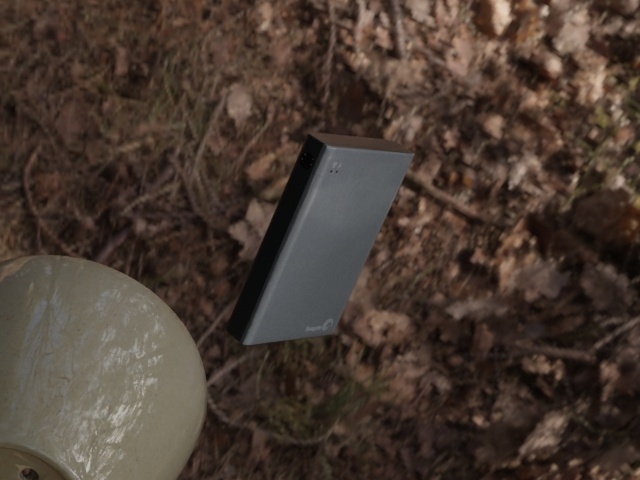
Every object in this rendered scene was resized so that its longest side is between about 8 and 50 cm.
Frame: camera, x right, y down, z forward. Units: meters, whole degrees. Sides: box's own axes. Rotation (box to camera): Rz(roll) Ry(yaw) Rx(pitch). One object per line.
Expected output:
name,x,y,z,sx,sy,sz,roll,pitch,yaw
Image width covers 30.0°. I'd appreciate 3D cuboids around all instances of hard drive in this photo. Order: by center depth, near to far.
hard drive,0.000,0.000,0.741,0.022,0.135,0.094,35,21,31

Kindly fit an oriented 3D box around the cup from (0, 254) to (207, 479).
cup,-0.294,0.212,1.239,0.331,0.331,0.237,17,23,-6
